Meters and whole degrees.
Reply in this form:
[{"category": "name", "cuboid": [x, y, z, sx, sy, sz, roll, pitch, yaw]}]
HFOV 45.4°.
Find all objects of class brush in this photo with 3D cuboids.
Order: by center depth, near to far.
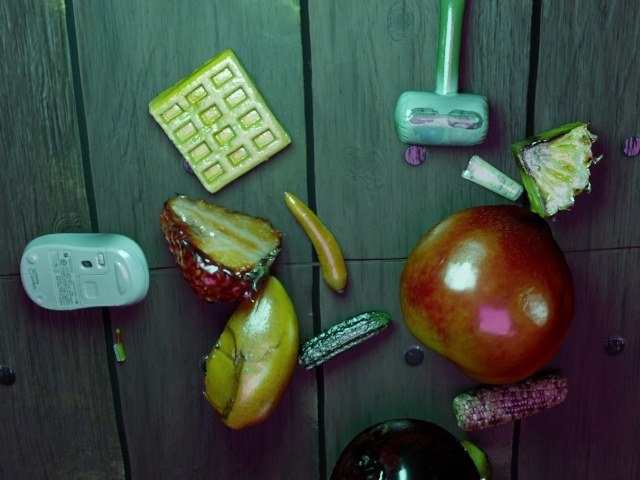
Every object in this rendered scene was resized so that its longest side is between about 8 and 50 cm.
[{"category": "brush", "cuboid": [-0.485, 0.249, 1.832, 0.021, 0.019, 0.083, -2, 109, 8]}]

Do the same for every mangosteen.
[{"category": "mangosteen", "cuboid": [0.232, 0.612, 1.801, 0.421, 0.381, 0.381, 13, 106, -17]}]

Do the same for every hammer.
[{"category": "hammer", "cuboid": [0.268, -0.369, 1.633, 0.206, 0.119, 0.336, 3, 100, -3]}]

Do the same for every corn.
[{"category": "corn", "cuboid": [0.468, 0.392, 1.878, 0.289, 0.098, 0.098, -16, 107, -2]}]

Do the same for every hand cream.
[{"category": "hand cream", "cuboid": [0.396, -0.140, 1.741, 0.143, 0.039, 0.061, 28, 106, -5]}]

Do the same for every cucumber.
[{"category": "cucumber", "cuboid": [0.047, 0.232, 1.821, 0.265, 0.077, 0.077, -30, 106, 6]}]

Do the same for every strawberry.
[{"category": "strawberry", "cuboid": [-0.236, 0.040, 1.669, 0.280, 0.253, 0.150, 18, 122, -5]}]

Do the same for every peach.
[{"category": "peach", "cuboid": [0.365, 0.106, 1.652, 0.388, 0.388, 0.388, -1, 107, -2]}]

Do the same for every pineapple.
[{"category": "pineapple", "cuboid": [0.516, -0.168, 1.710, 0.186, 0.114, 0.237, 18, 96, -7]}]

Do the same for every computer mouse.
[{"category": "computer mouse", "cuboid": [-0.521, 0.064, 1.724, 0.296, 0.121, 0.184, -5, 110, 13]}]

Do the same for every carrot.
[{"category": "carrot", "cuboid": [0.000, -0.001, 1.759, 0.062, 0.066, 0.271, -35, 108, -37]}]

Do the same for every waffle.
[{"category": "waffle", "cuboid": [-0.217, -0.256, 1.668, 0.221, 0.055, 0.248, -33, 105, 8]}]

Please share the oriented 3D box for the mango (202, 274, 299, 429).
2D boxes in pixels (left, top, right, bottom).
[{"category": "mango", "cuboid": [-0.154, 0.251, 1.766, 0.199, 0.201, 0.350, 19, 89, -26]}]
